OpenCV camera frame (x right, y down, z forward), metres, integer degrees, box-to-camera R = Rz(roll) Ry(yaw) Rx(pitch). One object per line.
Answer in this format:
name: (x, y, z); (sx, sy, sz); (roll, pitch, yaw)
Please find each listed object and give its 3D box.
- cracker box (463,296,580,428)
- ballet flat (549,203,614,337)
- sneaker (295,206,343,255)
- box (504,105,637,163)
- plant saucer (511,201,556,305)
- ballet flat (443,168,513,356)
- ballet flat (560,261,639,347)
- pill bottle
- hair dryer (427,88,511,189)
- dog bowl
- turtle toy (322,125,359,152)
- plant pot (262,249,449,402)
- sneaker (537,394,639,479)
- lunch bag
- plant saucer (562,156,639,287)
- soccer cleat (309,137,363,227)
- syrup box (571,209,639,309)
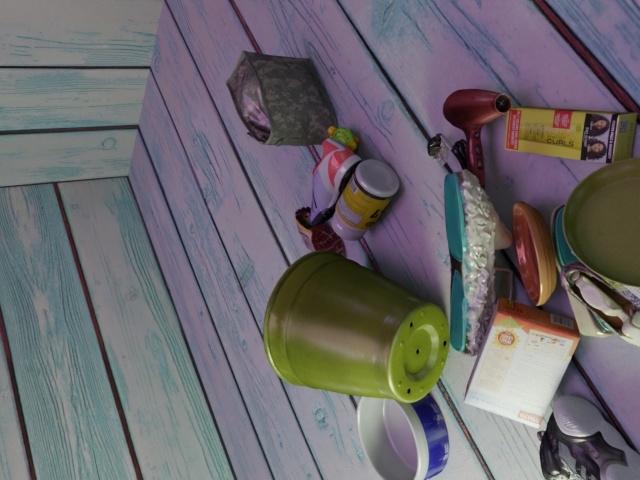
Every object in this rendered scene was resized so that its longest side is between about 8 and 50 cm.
cracker box: (0.392, 0.242, 1.236); (0.155, 0.067, 0.232); (18, 118, 11)
ballet flat: (0.467, 0.059, 1.142); (0.086, 0.086, 0.249); (-30, 73, 57)
sneaker: (0.000, 0.000, 1.883); (0.225, 0.088, 0.093); (58, 162, 33)
box: (0.441, -0.194, 1.125); (0.232, 0.058, 0.088); (25, 118, 54)
plant saucer: (0.404, 0.022, 1.181); (0.200, 0.037, 0.200); (-10, -90, -83)
ballet flat: (0.330, 0.044, 1.297); (0.147, 0.146, 0.409); (23, 123, 54)
ballet flat: (0.492, 0.117, 1.039); (0.221, 0.079, 0.077); (40, 115, 18)
pill bottle: (0.110, -0.100, 1.626); (0.119, 0.119, 0.209); (63, 145, 27)
hair dryer: (0.323, -0.207, 1.290); (0.224, 0.080, 0.294); (60, 162, 25)
dog bowl: (0.211, 0.504, 1.639); (0.265, 0.104, 0.265); (23, 118, 54)
turtle toy: (0.059, -0.257, 1.715); (0.095, 0.066, 0.130); (40, 138, 15)
plant pot: (0.109, 0.231, 1.540); (0.352, 0.366, 0.367); (12, 108, 45)
sneaker: (0.507, 0.430, 1.154); (0.269, 0.101, 0.153); (59, 144, 40)
lunch bag: (-0.104, -0.377, 1.785); (0.169, 0.235, 0.287); (-49, 57, 45)
plant saucer: (0.501, -0.024, 0.963); (0.241, 0.241, 0.037); (51, 175, 38)
soccer cleat: (0.021, -0.154, 1.723); (0.116, 0.108, 0.318); (47, 149, 13)
syrup box: (0.535, 0.046, 1.005); (0.237, 0.093, 0.096); (50, 138, 40)
